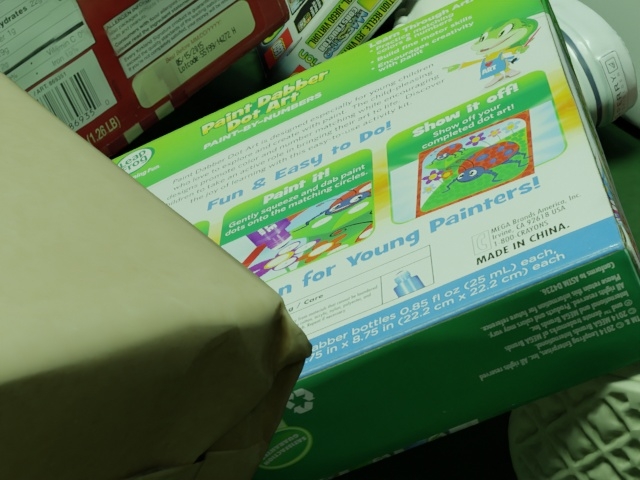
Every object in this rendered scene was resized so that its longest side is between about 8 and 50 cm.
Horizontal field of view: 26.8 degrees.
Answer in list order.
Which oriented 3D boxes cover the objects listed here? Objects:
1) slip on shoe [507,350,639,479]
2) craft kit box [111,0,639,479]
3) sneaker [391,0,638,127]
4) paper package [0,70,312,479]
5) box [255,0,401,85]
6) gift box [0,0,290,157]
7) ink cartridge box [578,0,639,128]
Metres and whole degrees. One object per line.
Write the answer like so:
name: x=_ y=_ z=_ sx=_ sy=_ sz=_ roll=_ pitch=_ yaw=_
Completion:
slip on shoe: x=0.227 y=0.089 z=0.446 sx=0.331 sy=0.123 sz=0.101 roll=15 pitch=33 yaw=34
craft kit box: x=0.000 y=0.000 z=0.573 sx=0.249 sy=0.061 sz=0.247 roll=-23 pitch=32 yaw=15
sneaker: x=0.081 y=-0.128 z=0.813 sx=0.091 sy=0.094 sz=0.258 roll=-26 pitch=32 yaw=-12
paper package: x=-0.231 y=0.020 z=0.371 sx=0.325 sy=0.168 sz=0.309 roll=38 pitch=30 yaw=27
box: x=-0.003 y=-0.182 z=0.891 sx=0.036 sy=0.114 sz=0.207 roll=32 pitch=21 yaw=-27
gift box: x=-0.204 y=-0.172 z=0.776 sx=0.255 sy=0.276 sz=0.258 roll=-36 pitch=47 yaw=-21
ink cartridge box: x=0.266 y=-0.197 z=0.835 sx=0.279 sy=0.160 sz=0.384 roll=-19 pitch=36 yaw=-21
